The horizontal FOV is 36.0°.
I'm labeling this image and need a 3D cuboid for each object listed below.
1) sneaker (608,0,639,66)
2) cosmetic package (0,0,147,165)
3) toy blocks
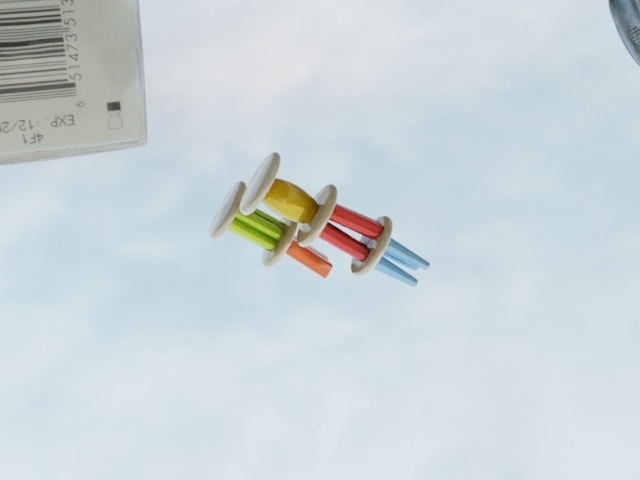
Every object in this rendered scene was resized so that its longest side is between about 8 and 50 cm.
[{"bbox_3d":[0.262,-0.185,0.726,0.087,0.227,0.130,0,-128,12],"label":"sneaker"},{"bbox_3d":[-0.214,-0.155,0.670,0.129,0.153,0.296,-9,-162,-19],"label":"cosmetic package"},{"bbox_3d":[0.000,0.000,0.773,0.123,0.148,0.054,-31,-147,60],"label":"toy blocks"}]
